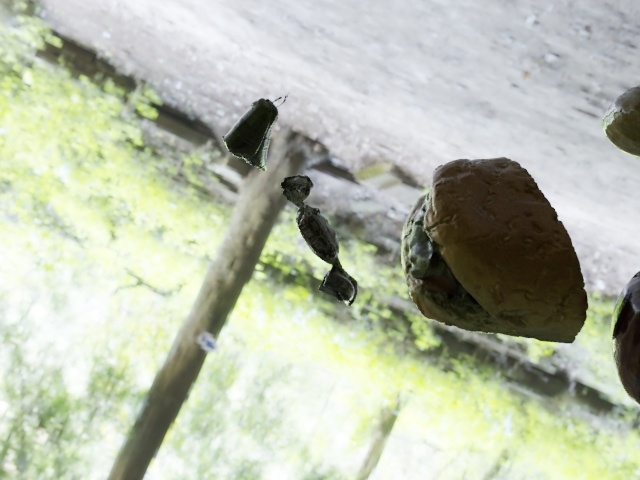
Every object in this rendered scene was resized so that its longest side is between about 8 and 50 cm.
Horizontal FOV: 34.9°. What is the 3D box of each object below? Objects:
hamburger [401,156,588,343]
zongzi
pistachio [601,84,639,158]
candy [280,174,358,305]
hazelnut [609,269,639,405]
[{"bbox_3d":[0.213,0.013,1.423,0.208,0.162,0.330,-8,-132,-23],"label":"hamburger"},{"bbox_3d":[-0.093,-0.206,1.884,0.130,0.154,0.062,31,-166,-48],"label":"zongzi"},{"bbox_3d":[0.495,-0.167,1.490,0.124,0.124,0.185,27,-172,-45],"label":"pistachio"},{"bbox_3d":[0.001,0.000,1.594,0.051,0.226,0.094,-23,-175,19],"label":"candy"},{"bbox_3d":[0.487,0.127,1.291,0.233,0.218,0.218,-18,172,3],"label":"hazelnut"}]
